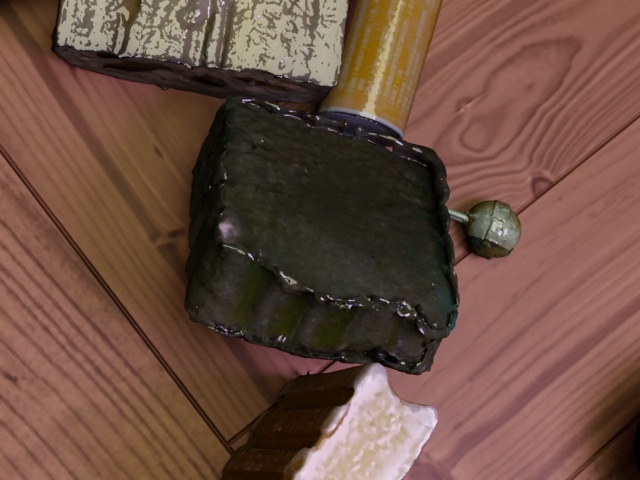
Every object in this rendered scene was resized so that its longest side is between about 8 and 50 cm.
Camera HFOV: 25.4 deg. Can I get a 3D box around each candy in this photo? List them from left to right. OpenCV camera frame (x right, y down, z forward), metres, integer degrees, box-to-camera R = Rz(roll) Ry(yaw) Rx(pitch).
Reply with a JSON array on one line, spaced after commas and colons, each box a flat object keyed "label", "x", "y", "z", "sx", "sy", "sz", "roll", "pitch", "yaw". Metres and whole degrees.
[{"label": "candy", "x": 0.108, "y": -0.035, "z": 1.449, "sx": 0.203, "sy": 0.061, "sz": 0.061, "roll": 20, "pitch": 77, "yaw": -3}]

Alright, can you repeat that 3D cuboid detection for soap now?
[{"label": "soap", "x": -0.009, "y": 0.199, "z": 1.258, "sx": 0.089, "sy": 0.274, "sz": 0.173, "roll": 40, "pitch": 75, "yaw": -6}]

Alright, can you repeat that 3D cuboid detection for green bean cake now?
[{"label": "green bean cake", "x": 0.000, "y": 0.000, "z": 1.307, "sx": 0.241, "sy": 0.132, "sz": 0.255, "roll": 16, "pitch": 38, "yaw": -18}]

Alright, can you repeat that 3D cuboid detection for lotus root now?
[{"label": "lotus root", "x": -0.109, "y": -0.279, "z": 1.371, "sx": 0.267, "sy": 0.149, "sz": 0.260, "roll": 7, "pitch": 83, "yaw": -8}]

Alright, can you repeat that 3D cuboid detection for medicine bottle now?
[{"label": "medicine bottle", "x": 0.097, "y": -0.308, "z": 1.449, "sx": 0.108, "sy": 0.108, "sz": 0.425, "roll": 19, "pitch": 78, "yaw": -11}]

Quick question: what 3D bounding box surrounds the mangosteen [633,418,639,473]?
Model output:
[{"label": "mangosteen", "x": 0.413, "y": 0.242, "z": 1.414, "sx": 0.228, "sy": 0.228, "sz": 0.265, "roll": 12, "pitch": 119, "yaw": -13}]
